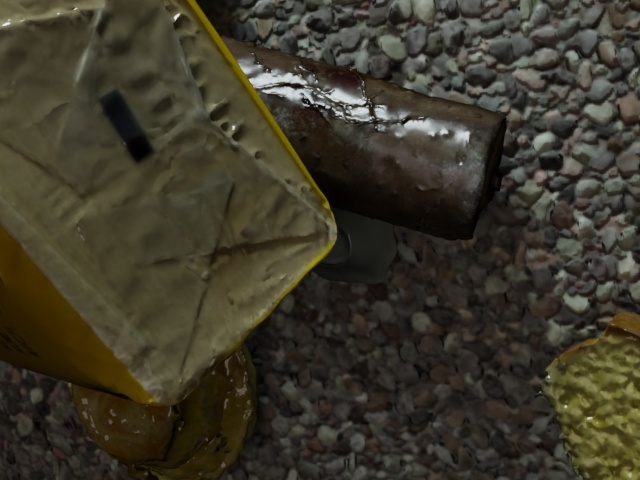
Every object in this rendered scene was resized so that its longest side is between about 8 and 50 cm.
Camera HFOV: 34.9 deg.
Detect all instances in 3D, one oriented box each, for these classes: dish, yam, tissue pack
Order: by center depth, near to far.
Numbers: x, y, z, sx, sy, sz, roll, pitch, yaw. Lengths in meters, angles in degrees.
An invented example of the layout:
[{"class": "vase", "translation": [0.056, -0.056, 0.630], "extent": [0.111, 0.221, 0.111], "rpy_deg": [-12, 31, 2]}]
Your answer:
[{"class": "tissue pack", "translation": [-0.216, -0.048, 0.804], "extent": [0.293, 0.228, 0.382], "rpy_deg": [55, 155, -20]}, {"class": "yam", "translation": [0.016, -0.086, 0.872], "extent": [0.280, 0.131, 0.131], "rpy_deg": [18, 110, 17]}, {"class": "dish", "translation": [0.000, 0.000, 0.945], "extent": [0.137, 0.039, 0.091], "rpy_deg": [1, 104, 21]}]

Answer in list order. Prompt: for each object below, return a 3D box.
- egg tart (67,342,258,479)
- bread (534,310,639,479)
[{"class": "egg tart", "translation": [-0.173, 0.149, 1.022], "extent": [0.241, 0.106, 0.241], "rpy_deg": [7, 107, 25]}, {"class": "bread", "translation": [0.283, 0.174, 0.825], "extent": [0.129, 0.134, 0.260], "rpy_deg": [-20, 90, 36]}]
